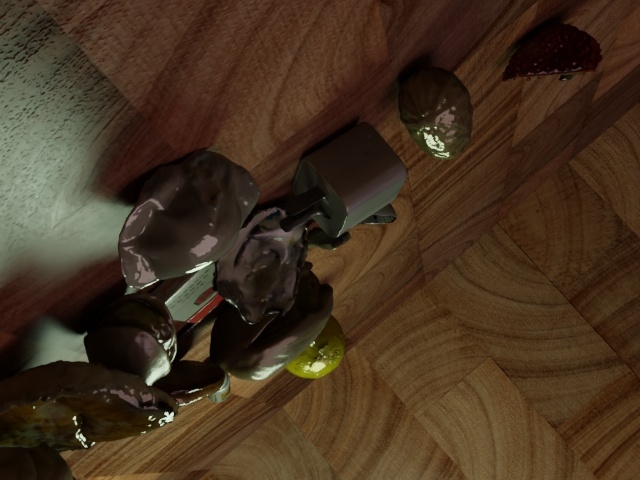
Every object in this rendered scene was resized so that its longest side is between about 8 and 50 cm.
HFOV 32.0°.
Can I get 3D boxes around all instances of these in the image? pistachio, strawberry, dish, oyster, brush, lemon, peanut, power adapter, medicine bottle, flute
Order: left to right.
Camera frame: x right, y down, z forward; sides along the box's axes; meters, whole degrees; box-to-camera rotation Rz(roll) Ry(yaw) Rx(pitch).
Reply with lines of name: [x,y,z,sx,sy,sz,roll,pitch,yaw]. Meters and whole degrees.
pistachio: [-0.292,0.159,1.715,0.144,0.144,0.215,-33,159,-31]
flute: [-0.291,0.202,2.124,0.269,0.014,0.014,-42,167,7]
medicine bottle: [-0.233,0.311,2.578,0.092,0.061,0.221,-63,174,-18]
oyster: [-0.104,0.028,1.863,0.223,0.083,0.214,36,69,-53]
pistachio: [-0.099,0.164,2.232,0.288,0.166,0.197,-39,-168,-27]
lemon: [-0.026,0.249,2.697,0.173,0.173,0.206,-34,166,-27]
brush: [0.000,0.000,1.997,0.085,0.020,0.336,-32,-173,-9]
power adapter: [0.019,-0.082,1.816,0.205,0.125,0.130,-32,166,-25]
dish: [0.046,-0.070,1.980,0.190,0.066,0.191,3,175,0]
peanut: [0.202,-0.208,1.903,0.120,0.136,0.298,-9,173,10]
strawberry: [0.457,-0.373,2.197,0.175,0.107,0.236,-6,-177,26]

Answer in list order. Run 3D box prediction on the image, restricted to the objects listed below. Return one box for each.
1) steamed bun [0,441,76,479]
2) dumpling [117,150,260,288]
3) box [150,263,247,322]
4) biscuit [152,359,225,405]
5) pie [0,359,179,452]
steamed bun: [-0.509,0.425,1.601,0.325,0.230,0.372,6,155,-45]
dumpling: [-0.178,-0.039,1.453,0.229,0.124,0.151,-40,132,-30]
box: [-0.210,0.081,1.903,0.139,0.035,0.245,-43,166,3]
biscuit: [-0.264,0.274,2.160,0.154,0.045,0.299,2,-174,17]
pie: [-0.379,0.256,1.663,0.339,0.077,0.339,-6,158,-2]
